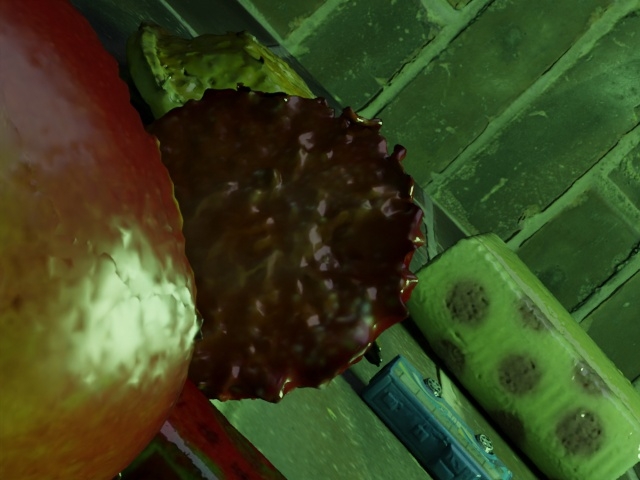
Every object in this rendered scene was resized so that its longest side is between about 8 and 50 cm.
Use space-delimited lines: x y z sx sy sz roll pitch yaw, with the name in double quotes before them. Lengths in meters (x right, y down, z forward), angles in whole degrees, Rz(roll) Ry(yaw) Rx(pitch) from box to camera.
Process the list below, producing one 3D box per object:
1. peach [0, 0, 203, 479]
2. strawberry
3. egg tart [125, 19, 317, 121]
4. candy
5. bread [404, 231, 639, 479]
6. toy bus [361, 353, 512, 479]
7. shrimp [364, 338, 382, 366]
"peach" -0.141 -0.006 0.367 0.226 0.190 0.196 34 6 -23
"strawberry" -0.055 0.030 0.722 0.234 0.234 0.178 52 -20 26
"egg tart" -0.065 -0.120 1.231 0.341 0.132 0.341 46 10 -11
"candy" -0.057 0.125 0.554 0.292 0.059 0.086 46 12 5
"bread" 0.252 0.149 1.401 0.338 0.155 0.187 51 19 11
"toy bus" 0.104 0.175 1.021 0.153 0.051 0.061 48 23 7
"shrimp" -0.015 -0.001 1.056 0.145 0.059 0.254 -4 71 -33
